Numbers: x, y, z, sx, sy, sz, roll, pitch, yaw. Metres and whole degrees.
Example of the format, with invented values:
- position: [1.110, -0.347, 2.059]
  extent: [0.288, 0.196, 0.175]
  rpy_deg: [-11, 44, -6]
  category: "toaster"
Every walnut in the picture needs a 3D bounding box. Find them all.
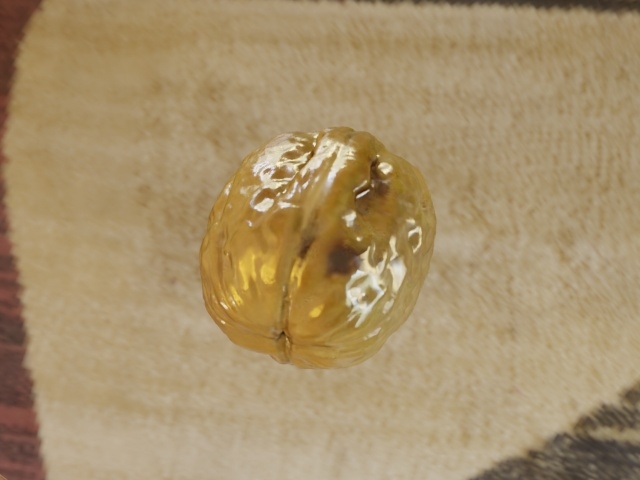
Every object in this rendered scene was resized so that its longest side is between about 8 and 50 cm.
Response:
- position: [0.000, 0.000, 1.247]
  extent: [0.155, 0.155, 0.184]
  rpy_deg: [12, 57, 20]
  category: "walnut"

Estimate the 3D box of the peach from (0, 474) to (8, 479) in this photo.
- position: [-0.215, 0.202, 0.503]
  extent: [0.406, 0.310, 0.335]
  rpy_deg: [-2, 70, 6]
  category: "peach"
